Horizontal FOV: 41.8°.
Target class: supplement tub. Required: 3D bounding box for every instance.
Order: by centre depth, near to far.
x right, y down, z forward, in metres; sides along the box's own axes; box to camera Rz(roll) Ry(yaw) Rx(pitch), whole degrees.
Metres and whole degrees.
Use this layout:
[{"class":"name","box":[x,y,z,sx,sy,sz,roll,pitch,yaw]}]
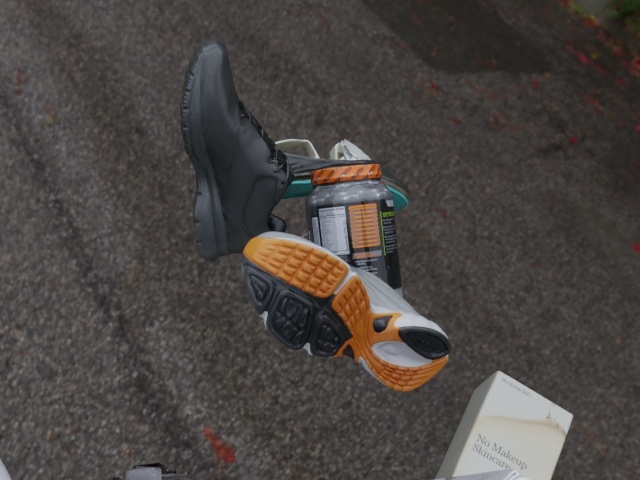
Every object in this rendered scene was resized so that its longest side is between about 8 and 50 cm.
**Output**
[{"class":"supplement tub","box":[0.042,0.000,1.088,0.117,0.117,0.190,-7,92,-42]}]

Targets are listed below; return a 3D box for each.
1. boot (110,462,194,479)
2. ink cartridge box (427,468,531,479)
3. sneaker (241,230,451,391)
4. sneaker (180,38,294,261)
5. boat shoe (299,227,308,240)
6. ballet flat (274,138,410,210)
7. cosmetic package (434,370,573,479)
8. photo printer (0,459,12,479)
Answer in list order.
[{"class":"boot","box":[-0.088,0.252,0.510,0.091,0.263,0.229,-5,68,-14]},{"class":"ink cartridge box","box":[0.170,0.385,0.959,0.117,0.283,0.207,-36,89,-31]},{"class":"sneaker","box":[0.012,0.061,0.852,0.262,0.099,0.121,36,9,-35]},{"class":"sneaker","box":[-0.099,-0.107,1.014,0.130,0.286,0.109,-4,36,-1]},{"class":"boat shoe","box":[0.000,0.000,1.377,0.066,0.183,0.066,60,-4,-34]},{"class":"ballet flat","box":[0.008,-0.105,1.241,0.280,0.095,0.096,5,66,-28]},{"class":"cosmetic package","box":[0.291,0.397,1.411,0.160,0.113,0.309,30,58,3]},{"class":"photo printer","box":[-0.540,0.299,0.977,0.256,0.107,0.307,36,34,12]}]
